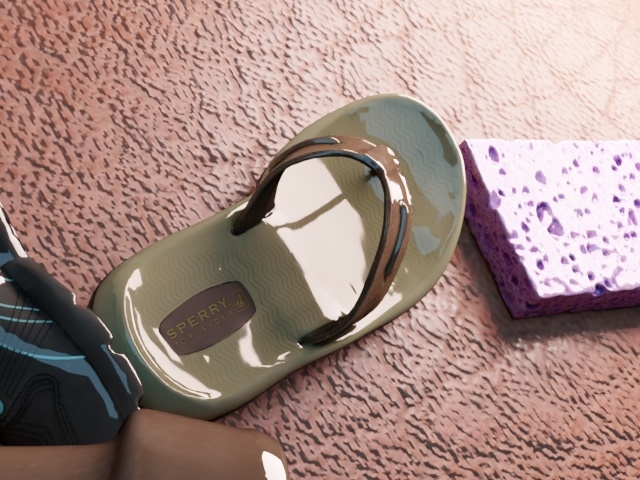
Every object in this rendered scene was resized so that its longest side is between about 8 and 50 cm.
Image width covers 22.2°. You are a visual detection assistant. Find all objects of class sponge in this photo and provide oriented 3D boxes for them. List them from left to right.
[{"bbox_3d":[0.183,-0.012,1.075,0.210,0.031,0.117,-4,61,-39],"label":"sponge"}]

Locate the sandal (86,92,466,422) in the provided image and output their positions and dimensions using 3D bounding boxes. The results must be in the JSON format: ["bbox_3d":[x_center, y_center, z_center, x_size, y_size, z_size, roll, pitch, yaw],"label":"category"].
[{"bbox_3d":[0.000,0.002,0.879,0.120,0.086,0.303,48,42,2],"label":"sandal"}]

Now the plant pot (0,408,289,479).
[{"bbox_3d":[-0.150,0.168,0.542,0.229,0.263,0.263,13,49,-8],"label":"plant pot"}]

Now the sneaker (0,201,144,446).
[{"bbox_3d":[-0.168,0.038,0.734,0.106,0.101,0.267,-32,81,-25],"label":"sneaker"}]
